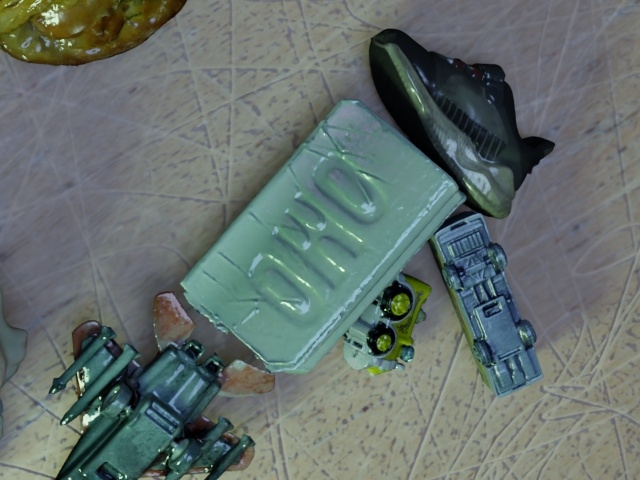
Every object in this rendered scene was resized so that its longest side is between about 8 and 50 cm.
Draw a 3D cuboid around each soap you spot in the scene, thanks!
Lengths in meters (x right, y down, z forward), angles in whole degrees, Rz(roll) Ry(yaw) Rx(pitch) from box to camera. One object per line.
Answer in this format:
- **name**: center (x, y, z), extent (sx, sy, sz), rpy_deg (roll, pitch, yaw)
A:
- **soap**: center (0.000, 0.000, 1.840), extent (0.150, 0.094, 0.261), rpy_deg (41, 88, 15)

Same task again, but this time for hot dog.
- **hot dog**: center (-0.198, -0.274, 1.754), extent (0.122, 0.196, 0.272), rpy_deg (38, 85, 29)

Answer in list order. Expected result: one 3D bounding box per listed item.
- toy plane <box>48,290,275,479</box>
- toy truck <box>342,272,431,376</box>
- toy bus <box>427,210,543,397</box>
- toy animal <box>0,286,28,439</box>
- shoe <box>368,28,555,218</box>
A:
- **toy plane**: center (-0.201, 0.212, 1.851), extent (0.223, 0.104, 0.326), rpy_deg (40, 90, -15)
- **toy truck**: center (0.069, 0.084, 1.909), extent (0.077, 0.076, 0.111), rpy_deg (16, 96, -34)
- **toy bus**: center (0.166, 0.061, 1.918), extent (0.064, 0.075, 0.190), rpy_deg (-24, 104, -6)
- **toy animal**: center (-0.397, 0.103, 1.750), extent (0.241, 0.196, 0.367), rpy_deg (17, 97, -12)
- **shoe**: center (0.141, -0.130, 1.880), extent (0.112, 0.099, 0.227), rpy_deg (-38, 108, -11)
